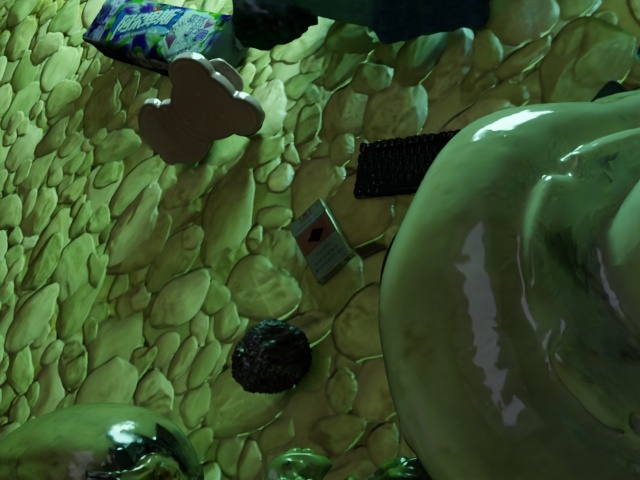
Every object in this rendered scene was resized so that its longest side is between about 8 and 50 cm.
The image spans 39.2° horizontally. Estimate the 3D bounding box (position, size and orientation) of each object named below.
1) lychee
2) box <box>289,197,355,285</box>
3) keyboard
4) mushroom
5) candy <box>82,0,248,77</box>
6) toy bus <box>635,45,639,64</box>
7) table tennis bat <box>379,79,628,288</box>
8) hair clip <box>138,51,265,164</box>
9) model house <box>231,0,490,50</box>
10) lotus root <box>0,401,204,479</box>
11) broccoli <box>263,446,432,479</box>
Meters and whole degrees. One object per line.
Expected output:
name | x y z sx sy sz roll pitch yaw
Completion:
lychee | -0.044 0.107 0.815 0.067 0.068 0.083 50 127 4
box | 0.000 0.000 0.879 0.046 0.012 0.083 -43 46 15
keyboard | 0.111 -0.074 0.823 0.195 0.018 0.060 -4 66 41
mushroom | 0.181 0.016 0.467 0.314 0.336 0.314 1 60 -1
candy | -0.210 -0.267 1.188 0.312 0.061 0.088 24 80 46
toy bus | 0.352 -0.181 0.594 0.262 0.128 0.150 -54 43 3
table tennis bat | 0.152 -0.020 0.741 0.274 0.021 0.154 -48 46 16
hair clip | -0.145 -0.143 1.028 0.138 0.123 0.102 -43 16 6
model house | 0.102 -0.341 0.875 0.329 0.252 0.295 12 48 22
lotus root | -0.235 0.245 0.829 0.309 0.182 0.183 -13 58 36
broccoli | -0.012 0.279 0.560 0.248 0.245 0.288 140 140 -57
